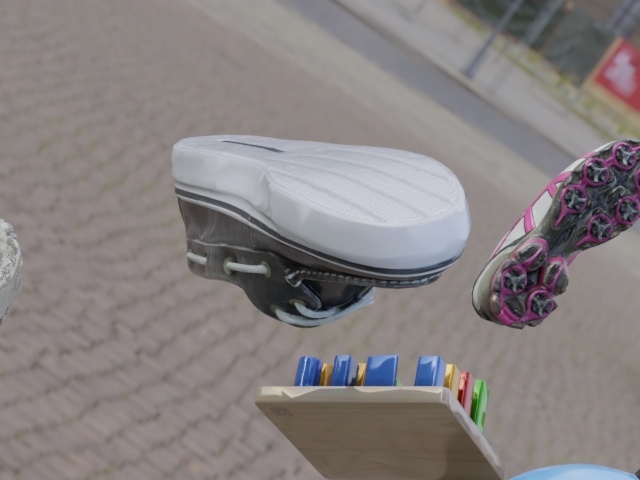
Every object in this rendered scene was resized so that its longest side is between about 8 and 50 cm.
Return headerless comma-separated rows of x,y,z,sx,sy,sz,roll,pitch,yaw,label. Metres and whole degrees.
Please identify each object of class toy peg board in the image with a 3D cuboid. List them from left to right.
0.055,0.129,1.424,0.161,0.079,0.161,-3,-30,23,toy peg board

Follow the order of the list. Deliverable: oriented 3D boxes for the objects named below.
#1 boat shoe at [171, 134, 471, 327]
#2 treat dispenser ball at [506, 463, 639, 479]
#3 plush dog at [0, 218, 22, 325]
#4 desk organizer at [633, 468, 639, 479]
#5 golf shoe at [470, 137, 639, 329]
0.000,0.000,1.196,0.121,0.119,0.335,-10,14,-24,boat shoe
0.234,0.347,1.591,0.288,0.288,0.288,34,10,-7,treat dispenser ball
-0.352,0.065,1.189,0.225,0.262,0.210,15,-9,7,plush dog
0.329,0.169,1.465,0.047,0.130,0.050,52,26,21,desk organizer
0.184,-0.012,1.374,0.067,0.186,0.086,48,-10,-16,golf shoe
